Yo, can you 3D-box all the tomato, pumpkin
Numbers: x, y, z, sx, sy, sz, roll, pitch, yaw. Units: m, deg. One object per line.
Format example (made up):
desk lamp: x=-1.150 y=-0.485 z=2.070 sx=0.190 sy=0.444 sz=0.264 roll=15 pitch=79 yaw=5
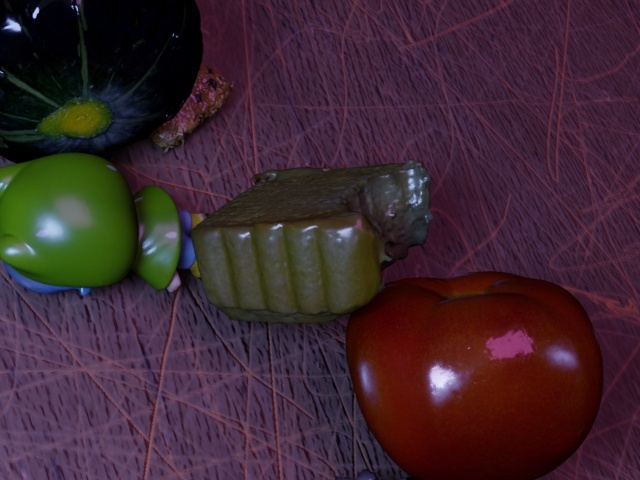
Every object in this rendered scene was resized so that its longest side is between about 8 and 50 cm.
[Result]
tomato: x=0.173 y=0.157 z=1.318 sx=0.298 sy=0.298 sz=0.226 roll=-6 pitch=98 yaw=-31
pumpkin: x=-0.282 y=-0.242 z=1.323 sx=0.295 sy=0.296 sz=0.296 roll=14 pitch=54 yaw=-20

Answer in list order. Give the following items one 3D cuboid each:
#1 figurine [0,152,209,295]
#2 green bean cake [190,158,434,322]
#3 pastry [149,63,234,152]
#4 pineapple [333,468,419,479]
figurine: x=-0.237 y=-0.013 z=1.300 sx=0.263 sy=0.143 sz=0.162 roll=8 pitch=62 yaw=-37
green bean cake: x=0.000 y=0.000 z=1.337 sx=0.236 sy=0.233 sz=0.124 roll=-41 pitch=125 yaw=-58
pastry: x=-0.172 y=-0.173 z=1.486 sx=0.080 sy=0.056 sz=0.140 roll=42 pitch=49 yaw=-8
pineapple: x=0.045 y=0.336 z=1.209 sx=0.076 sy=0.224 sz=0.225 roll=65 pitch=35 yaw=-39
